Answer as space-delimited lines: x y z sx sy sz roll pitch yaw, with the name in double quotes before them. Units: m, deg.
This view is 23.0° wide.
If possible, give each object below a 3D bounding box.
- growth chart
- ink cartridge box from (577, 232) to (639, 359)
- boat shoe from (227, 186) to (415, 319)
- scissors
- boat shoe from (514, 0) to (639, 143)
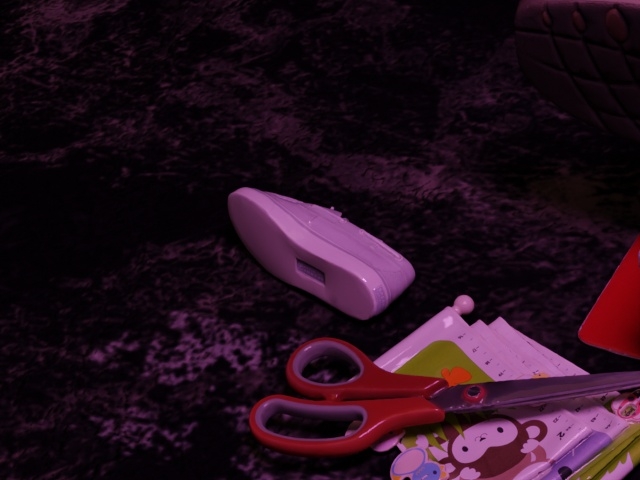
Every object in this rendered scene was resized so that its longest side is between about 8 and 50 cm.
"growth chart" 0.127 0.128 1.145 0.237 0.021 0.172 28 59 39
"ink cartridge box" 0.363 -0.035 1.159 0.272 0.130 0.309 14 51 32
"boat shoe" 0.000 0.000 1.294 0.063 0.066 0.184 -29 39 -34
"scissors" 0.092 0.123 1.136 0.297 0.021 0.109 4 45 23
"boat shoe" 0.304 -0.137 1.119 0.324 0.122 0.120 12 44 23
